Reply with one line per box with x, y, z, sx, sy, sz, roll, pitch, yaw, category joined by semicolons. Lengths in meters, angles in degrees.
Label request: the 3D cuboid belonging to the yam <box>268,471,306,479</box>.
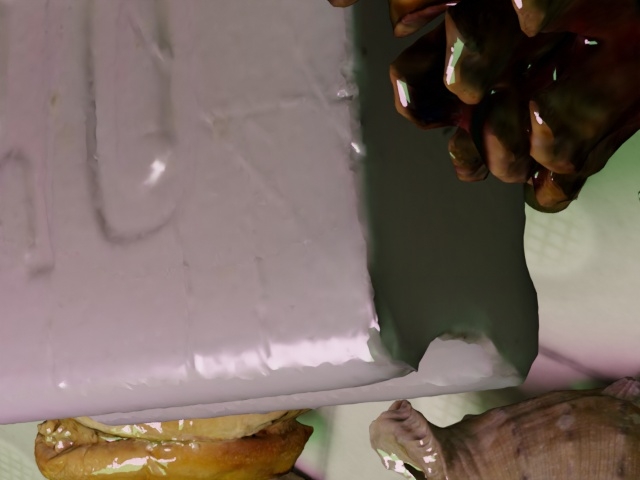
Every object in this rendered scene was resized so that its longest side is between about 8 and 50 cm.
-0.145;0.172;1.905;0.357;0.081;0.081;38;143;-3;yam

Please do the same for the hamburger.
-0.142;0.157;1.780;0.283;0.156;0.144;-1;92;12;hamburger

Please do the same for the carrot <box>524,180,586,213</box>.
0.179;-0.082;1.390;0.060;0.060;0.186;27;142;12;carrot

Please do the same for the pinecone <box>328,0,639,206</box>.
0.177;-0.154;1.061;0.384;0.384;0.384;21;141;19;pinecone

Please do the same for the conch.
0.207;0.210;1.588;0.324;0.186;0.263;40;162;17;conch

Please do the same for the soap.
-0.083;-0.051;1.345;0.435;0.350;0.213;-6;171;36;soap
